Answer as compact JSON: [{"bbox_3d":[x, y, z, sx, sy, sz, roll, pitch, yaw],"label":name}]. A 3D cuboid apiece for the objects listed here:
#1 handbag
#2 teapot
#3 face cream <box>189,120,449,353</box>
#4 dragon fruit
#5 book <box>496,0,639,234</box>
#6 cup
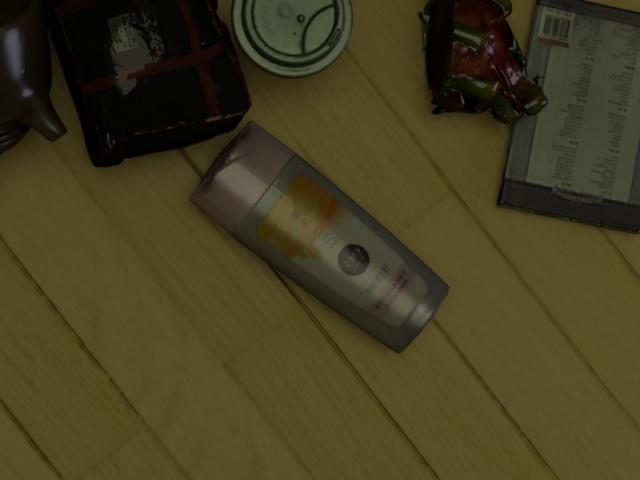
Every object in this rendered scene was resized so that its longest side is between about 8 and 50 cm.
[{"bbox_3d":[-0.172,-0.192,1.716,0.169,0.155,0.215,-18,88,-14],"label":"handbag"},{"bbox_3d":[-0.363,-0.151,1.693,0.267,0.185,0.175,12,119,23],"label":"teapot"},{"bbox_3d":[0.000,0.000,1.775,0.269,0.073,0.107,39,76,-3],"label":"face cream"},{"bbox_3d":[0.154,-0.191,1.786,0.175,0.138,0.142,31,119,-18],"label":"dragon fruit"},{"bbox_3d":[0.282,-0.133,1.839,0.157,0.026,0.231,12,86,-4],"label":"book"},{"bbox_3d":[-0.030,-0.215,1.743,0.120,0.141,0.120,0,88,-4],"label":"cup"}]
